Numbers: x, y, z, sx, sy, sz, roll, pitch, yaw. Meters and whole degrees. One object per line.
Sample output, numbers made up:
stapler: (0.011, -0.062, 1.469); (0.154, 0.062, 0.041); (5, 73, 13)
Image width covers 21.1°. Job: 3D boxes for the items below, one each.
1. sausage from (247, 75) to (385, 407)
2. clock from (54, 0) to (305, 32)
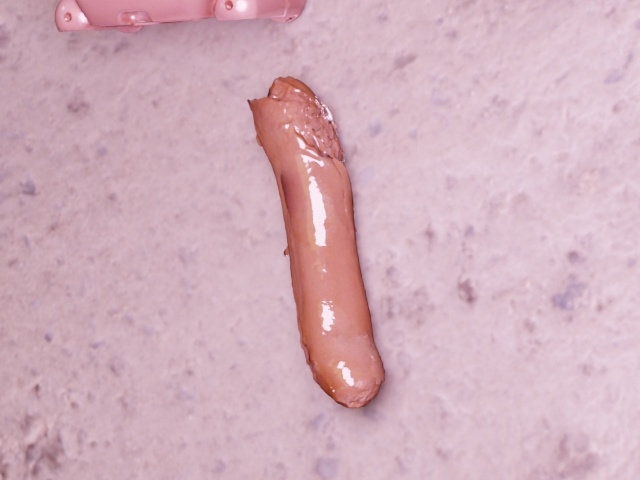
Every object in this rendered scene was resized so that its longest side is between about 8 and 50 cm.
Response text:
sausage: (-0.001, 0.000, 1.490); (0.078, 0.078, 0.304); (-18, 75, 24)
clock: (-0.141, -0.308, 1.531); (0.227, 0.142, 0.241); (1, 98, 27)
